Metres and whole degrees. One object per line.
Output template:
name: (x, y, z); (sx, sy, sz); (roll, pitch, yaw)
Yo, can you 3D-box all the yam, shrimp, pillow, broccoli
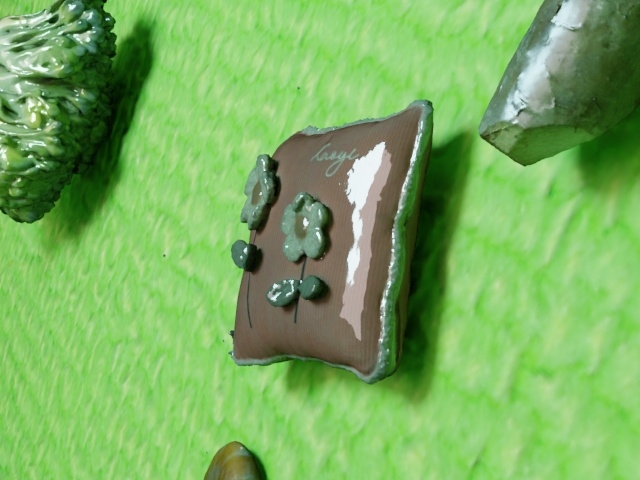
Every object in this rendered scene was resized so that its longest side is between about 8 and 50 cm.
yam: (0.133, -0.096, 0.546); (0.146, 0.070, 0.069); (-65, 30, 20)
shrimp: (-0.068, 0.225, 0.790); (0.124, 0.034, 0.178); (-59, 31, 33)
pillow: (0.000, 0.000, 0.727); (0.179, 0.075, 0.171); (-2, 75, 59)
broccoli: (-0.340, -0.154, 1.220); (0.288, 0.246, 0.248); (-71, 23, 10)
